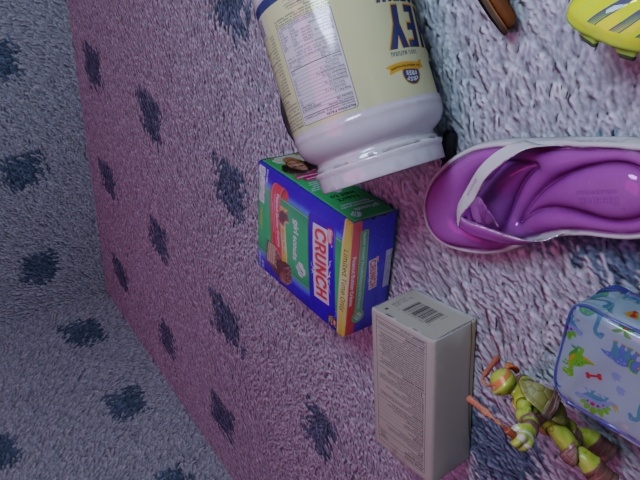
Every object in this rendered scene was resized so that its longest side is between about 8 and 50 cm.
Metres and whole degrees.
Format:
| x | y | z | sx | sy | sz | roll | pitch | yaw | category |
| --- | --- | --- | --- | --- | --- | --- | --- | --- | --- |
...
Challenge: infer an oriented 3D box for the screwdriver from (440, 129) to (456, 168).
| x | y | z | sx | sy | sz | roll | pitch | yaw | category |
| --- | --- | --- | --- | --- | --- | --- | --- | --- | --- |
| 0.201 | -0.100 | 0.982 | 0.025 | 0.024 | 0.170 | -106 | 14 | -58 | screwdriver |

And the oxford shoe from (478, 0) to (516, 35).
| x | y | z | sx | sy | sz | roll | pitch | yaw | category |
| --- | --- | --- | --- | --- | --- | --- | --- | --- | --- |
| 0.216 | -0.373 | 0.777 | 0.076 | 0.076 | 0.212 | -22 | 101 | 18 | oxford shoe |

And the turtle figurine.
| x | y | z | sx | sy | sz | roll | pitch | yaw | category |
| --- | --- | --- | --- | --- | --- | --- | --- | --- | --- |
| 0.324 | 0.250 | 0.872 | 0.217 | 0.269 | 0.087 | 41 | 103 | 8 | turtle figurine |

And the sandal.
| x | y | z | sx | sy | sz | roll | pitch | yaw | category |
| --- | --- | --- | --- | --- | --- | --- | --- | --- | --- |
| 0.271 | -0.061 | 0.820 | 0.416 | 0.102 | 0.169 | -10 | 98 | 56 | sandal |

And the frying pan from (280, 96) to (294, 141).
| x | y | z | sx | sy | sz | roll | pitch | yaw | category |
| --- | --- | --- | --- | --- | --- | --- | --- | --- | --- |
| -0.007 | -0.299 | 1.168 | 0.197 | 0.053 | 0.326 | 54 | 147 | 22 | frying pan |

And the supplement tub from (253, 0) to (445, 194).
| x | y | z | sx | sy | sz | roll | pitch | yaw | category |
| --- | --- | --- | --- | --- | --- | --- | --- | --- | --- |
| 0.050 | -0.254 | 0.924 | 0.235 | 0.235 | 0.325 | -11 | 98 | 57 | supplement tub |

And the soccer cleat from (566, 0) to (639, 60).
| x | y | z | sx | sy | sz | roll | pitch | yaw | category |
| --- | --- | --- | --- | --- | --- | --- | --- | --- | --- |
| 0.379 | -0.231 | 0.567 | 0.289 | 0.093 | 0.121 | 26 | 147 | 40 | soccer cleat |

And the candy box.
| x | y | z | sx | sy | sz | roll | pitch | yaw | category |
| --- | --- | --- | --- | --- | --- | --- | --- | --- | --- |
| 0.000 | 0.000 | 1.240 | 0.317 | 0.122 | 0.268 | 35 | 133 | 41 | candy box |

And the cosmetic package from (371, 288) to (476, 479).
| x | y | z | sx | sy | sz | roll | pitch | yaw | category |
| --- | --- | --- | --- | --- | --- | --- | --- | --- | --- |
| 0.187 | 0.267 | 1.112 | 0.160 | 0.113 | 0.310 | 26 | 128 | 48 | cosmetic package |

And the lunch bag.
| x | y | z | sx | sy | sz | roll | pitch | yaw | category |
| --- | --- | --- | --- | --- | --- | --- | --- | --- | --- |
| 0.410 | 0.172 | 0.752 | 0.219 | 0.090 | 0.176 | 29 | 129 | 45 | lunch bag |
